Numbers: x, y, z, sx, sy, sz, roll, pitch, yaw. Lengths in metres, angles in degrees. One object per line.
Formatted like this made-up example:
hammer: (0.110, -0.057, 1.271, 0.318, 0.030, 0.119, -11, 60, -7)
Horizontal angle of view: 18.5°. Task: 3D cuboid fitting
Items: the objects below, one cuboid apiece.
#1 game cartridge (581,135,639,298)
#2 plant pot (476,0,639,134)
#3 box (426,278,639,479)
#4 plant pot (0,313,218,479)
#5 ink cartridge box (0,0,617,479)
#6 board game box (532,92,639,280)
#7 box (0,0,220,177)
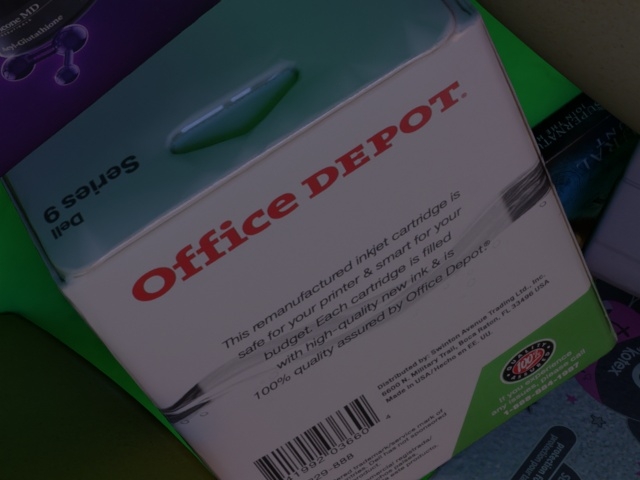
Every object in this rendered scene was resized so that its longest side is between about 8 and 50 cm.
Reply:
game cartridge: (0.278, -0.070, 0.994, 0.060, 0.196, 0.294, -57, 171, -69)
plant pot: (0.138, -0.164, 0.787, 0.274, 0.256, 0.256, 21, 119, -22)
box: (0.157, 0.156, 1.110, 0.247, 0.163, 0.142, -42, 156, -47)
plant pot: (-0.178, 0.156, 0.918, 0.212, 0.187, 0.212, -11, 137, -28)
ink cartridge box: (0.000, 0.000, 0.936, 0.211, 0.121, 0.289, -33, 142, -2)
board game box: (0.194, -0.060, 1.095, 0.186, 0.026, 0.126, -36, 142, 1)
box: (-0.196, -0.084, 0.725, 0.261, 0.103, 0.184, -39, 139, 5)
